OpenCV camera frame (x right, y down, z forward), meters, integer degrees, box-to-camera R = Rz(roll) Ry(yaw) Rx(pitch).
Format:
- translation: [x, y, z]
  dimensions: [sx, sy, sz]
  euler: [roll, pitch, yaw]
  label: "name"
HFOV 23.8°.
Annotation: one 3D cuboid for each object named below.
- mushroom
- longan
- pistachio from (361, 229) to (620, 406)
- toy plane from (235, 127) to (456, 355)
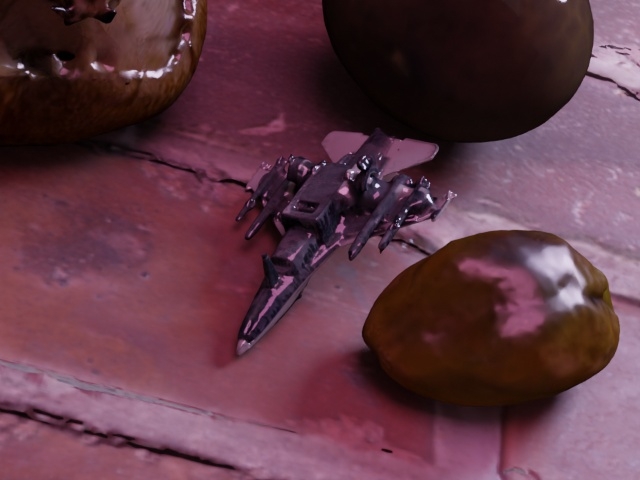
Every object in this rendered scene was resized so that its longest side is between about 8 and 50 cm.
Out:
- translation: [-0.193, -0.193, 1.042]
  dimensions: [0.267, 0.254, 0.267]
  euler: [36, 38, -35]
  label: "mushroom"
- translation: [0.104, -0.170, 1.161]
  dimensions: [0.212, 0.198, 0.198]
  euler: [17, 43, 4]
  label: "longan"
- translation: [0.123, 0.055, 1.002]
  dimensions: [0.189, 0.100, 0.110]
  euler: [1, 43, -22]
  label: "pistachio"
- translation: [0.000, -0.016, 1.042]
  dimensions: [0.160, 0.082, 0.234]
  euler: [11, 36, 29]
  label: "toy plane"
